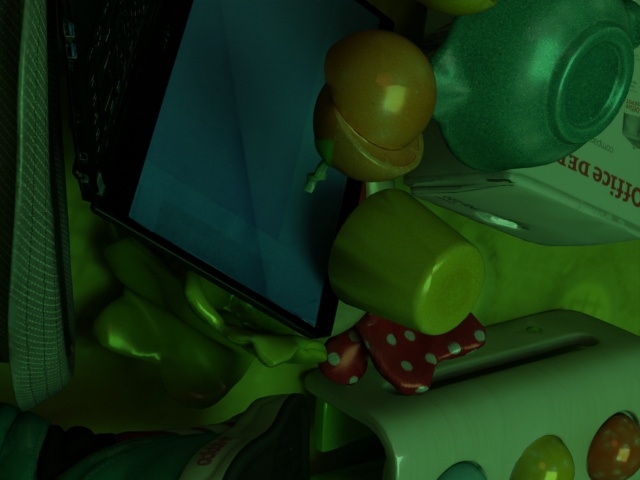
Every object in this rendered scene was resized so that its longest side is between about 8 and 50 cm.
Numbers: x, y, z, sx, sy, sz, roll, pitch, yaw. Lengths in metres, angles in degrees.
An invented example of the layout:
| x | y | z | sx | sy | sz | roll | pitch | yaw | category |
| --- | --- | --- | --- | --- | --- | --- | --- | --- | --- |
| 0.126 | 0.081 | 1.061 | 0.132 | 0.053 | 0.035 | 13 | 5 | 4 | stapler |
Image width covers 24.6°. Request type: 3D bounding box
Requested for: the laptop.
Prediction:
| x | y | z | sx | sy | sz | roll | pitch | yaw | category |
| --- | --- | --- | --- | --- | --- | --- | --- | --- | --- |
| -0.030 | -0.120 | 0.734 | 0.264 | 0.136 | 0.234 | 99 | 3 | -58 | laptop |

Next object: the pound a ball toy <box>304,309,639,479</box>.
| x | y | z | sx | sy | sz | roll | pitch | yaw | category |
| --- | --- | --- | --- | --- | --- | --- | --- | --- | --- |
| 0.140 | 0.182 | 1.075 | 0.319 | 0.135 | 0.208 | -9 | 113 | -37 | pound a ball toy |

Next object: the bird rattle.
| x | y | z | sx | sy | sz | roll | pitch | yaw | category |
| --- | --- | --- | --- | --- | --- | --- | --- | --- | --- |
| 0.000 | 0.000 | 0.875 | 0.253 | 0.143 | 0.207 | -6 | 95 | -42 | bird rattle |

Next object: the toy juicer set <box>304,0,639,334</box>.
| x | y | z | sx | sy | sz | roll | pitch | yaw | category |
| --- | --- | --- | --- | --- | --- | --- | --- | --- | --- |
| 0.106 | -0.122 | 0.771 | 0.329 | 0.089 | 0.209 | -44 | 137 | -17 | toy juicer set |

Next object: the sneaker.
| x | y | z | sx | sy | sz | roll | pitch | yaw | category |
| --- | --- | --- | --- | --- | --- | --- | --- | --- | --- |
| -0.104 | 0.144 | 0.777 | 0.295 | 0.178 | 0.124 | 18 | 72 | -80 | sneaker |

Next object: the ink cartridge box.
| x | y | z | sx | sy | sz | roll | pitch | yaw | category |
| --- | --- | --- | --- | --- | --- | --- | --- | --- | --- |
| 0.146 | -0.118 | 0.943 | 0.158 | 0.092 | 0.218 | 18 | 77 | -43 | ink cartridge box |

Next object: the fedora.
| x | y | z | sx | sy | sz | roll | pitch | yaw | category |
| --- | --- | --- | --- | --- | --- | --- | --- | --- | --- |
| -0.182 | -0.053 | 0.685 | 0.124 | 0.244 | 0.276 | -2 | 118 | -9 | fedora |

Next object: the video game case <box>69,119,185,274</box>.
| x | y | z | sx | sy | sz | roll | pitch | yaw | category |
| --- | --- | --- | --- | --- | --- | --- | --- | --- | --- |
| -0.075 | -0.027 | 0.890 | 0.119 | 0.015 | 0.166 | -33 | 126 | -25 | video game case |
